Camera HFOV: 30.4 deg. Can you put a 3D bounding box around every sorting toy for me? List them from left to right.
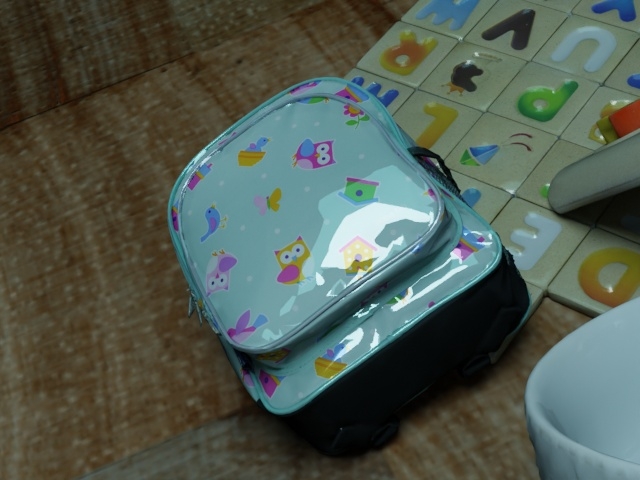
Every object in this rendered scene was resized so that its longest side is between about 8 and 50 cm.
[{"bbox_3d":[0.235,-0.094,0.664,0.208,0.193,0.038,-33,90,-12],"label":"sorting toy"}]

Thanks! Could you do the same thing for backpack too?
[{"bbox_3d":[0.000,0.000,0.665,0.166,0.144,0.188,-38,48,3],"label":"backpack"}]

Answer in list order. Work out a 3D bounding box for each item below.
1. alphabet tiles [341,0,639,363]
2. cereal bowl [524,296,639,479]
[{"bbox_3d":[0.135,-0.075,0.791,0.285,0.011,0.342,25,60,31],"label":"alphabet tiles"},{"bbox_3d":[0.262,0.094,0.468,0.339,0.141,0.339,-14,7,2],"label":"cereal bowl"}]
